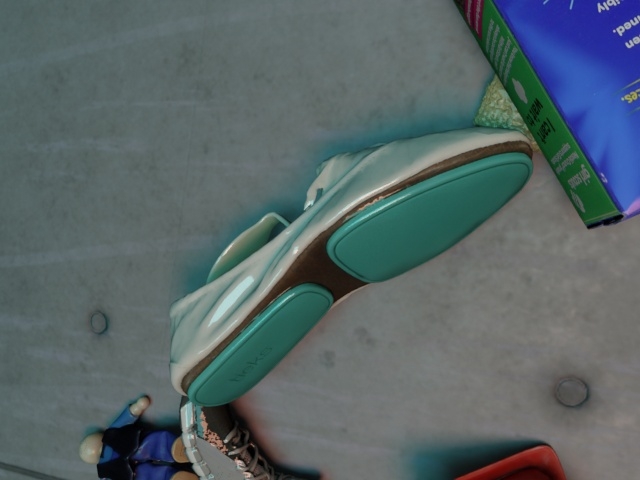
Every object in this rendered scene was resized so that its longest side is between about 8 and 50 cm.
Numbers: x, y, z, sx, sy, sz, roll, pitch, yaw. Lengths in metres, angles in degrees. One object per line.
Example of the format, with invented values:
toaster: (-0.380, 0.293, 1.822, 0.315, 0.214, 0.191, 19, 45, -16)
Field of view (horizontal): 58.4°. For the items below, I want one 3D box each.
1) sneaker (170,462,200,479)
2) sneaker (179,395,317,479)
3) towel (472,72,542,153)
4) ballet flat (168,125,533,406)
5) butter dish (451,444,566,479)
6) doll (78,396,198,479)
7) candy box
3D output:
sneaker: (-0.181, 0.324, 0.685, 0.144, 0.059, 0.053, -51, 45, 2)
sneaker: (-0.064, 0.244, 0.620, 0.132, 0.086, 0.229, -7, 102, 17)
towel: (0.219, -0.123, 0.499, 0.148, 0.027, 0.110, 23, 104, 16)
ballet flat: (0.000, 0.000, 0.542, 0.400, 0.139, 0.139, -38, 81, 12)
butter dish: (0.176, 0.281, 0.480, 0.160, 0.118, 0.160, -16, 88, -13)
doll: (-0.221, 0.253, 0.682, 0.188, 0.046, 0.129, -8, 71, 35)
candy box: (0.247, -0.208, 0.408, 0.268, 0.122, 0.317, -29, 80, 13)
